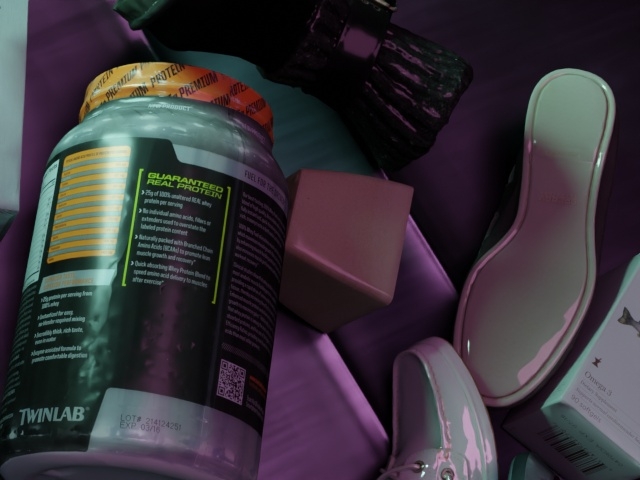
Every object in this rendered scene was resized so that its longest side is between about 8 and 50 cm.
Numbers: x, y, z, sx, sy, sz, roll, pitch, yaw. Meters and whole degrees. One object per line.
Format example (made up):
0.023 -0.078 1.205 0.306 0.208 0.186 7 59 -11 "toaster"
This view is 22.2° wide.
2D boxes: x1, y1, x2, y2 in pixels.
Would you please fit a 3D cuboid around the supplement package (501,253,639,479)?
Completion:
0.260 0.116 1.426 0.105 0.105 0.179 39 60 -6 "supplement package"

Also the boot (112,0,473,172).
-0.006 -0.159 1.310 0.260 0.131 0.348 43 18 -2 "boot"

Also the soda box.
-0.287 -0.144 1.283 0.098 0.091 0.286 8 68 -21 "soda box"

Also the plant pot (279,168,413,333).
0.000 0.000 1.343 0.096 0.109 0.109 23 63 -22 "plant pot"

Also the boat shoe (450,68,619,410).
0.199 0.008 1.448 0.112 0.095 0.335 13 67 14 "boat shoe"

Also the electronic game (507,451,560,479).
0.175 0.281 1.279 0.048 0.229 0.229 -8 70 13 "electronic game"

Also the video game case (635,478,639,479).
0.385 0.323 1.447 0.274 0.035 0.248 20 64 -16 "video game case"

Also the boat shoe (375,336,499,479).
0.085 0.214 1.314 0.096 0.098 0.277 -1 73 -26 "boat shoe"

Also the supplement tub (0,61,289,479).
-0.126 0.038 1.228 0.193 0.193 0.316 15 66 -19 "supplement tub"
